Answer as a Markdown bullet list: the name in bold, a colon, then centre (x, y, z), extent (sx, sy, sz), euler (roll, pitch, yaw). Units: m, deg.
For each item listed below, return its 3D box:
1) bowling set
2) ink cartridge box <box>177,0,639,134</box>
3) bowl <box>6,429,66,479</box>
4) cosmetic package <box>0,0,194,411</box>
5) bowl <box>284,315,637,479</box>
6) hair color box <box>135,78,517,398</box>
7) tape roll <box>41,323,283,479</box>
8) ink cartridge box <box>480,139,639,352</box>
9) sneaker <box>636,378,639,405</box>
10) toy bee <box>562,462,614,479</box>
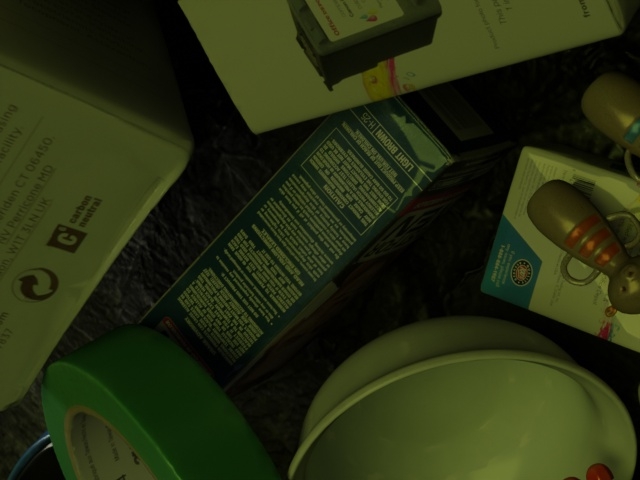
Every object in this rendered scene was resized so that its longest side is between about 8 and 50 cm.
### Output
- **bowling set**: centre (0.277, -0.080, 0.842), extent (0.287, 0.200, 0.154), euler (-43, 64, 2)
- **ink cartridge box**: centre (0.087, -0.209, 0.870), extent (0.306, 0.226, 0.131), euler (-12, 117, 37)
- **bowl**: centre (-0.191, 0.360, 1.280), extent (0.391, 0.077, 0.391), euler (4, 100, 27)
- **cosmetic package**: centre (-0.354, -0.129, 1.057), extent (0.329, 0.327, 0.393), euler (-51, 35, 25)
- **bowl**: centre (0.108, 0.165, 1.026), extent (0.298, 0.134, 0.297), euler (-4, 128, -5)
- **hair color box**: centre (0.000, 0.000, 1.068), extent (0.347, 0.174, 0.105), euler (-45, 78, 26)
- **tape roll**: centre (-0.129, 0.231, 1.050), extent (0.321, 0.077, 0.321), euler (38, 143, 36)
- **ink cartridge box**: centre (0.264, 0.015, 0.983), extent (0.231, 0.078, 0.134), euler (22, 107, 24)
- **sneaker**: centre (0.376, 0.198, 0.947), extent (0.292, 0.110, 0.118), euler (44, 107, 6)
- **toy bee**: centre (0.254, 0.266, 0.965), extent (0.162, 0.195, 0.298), euler (61, 143, 28)
